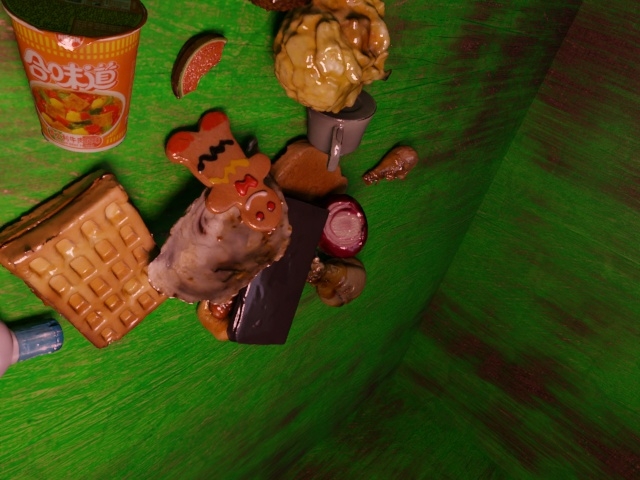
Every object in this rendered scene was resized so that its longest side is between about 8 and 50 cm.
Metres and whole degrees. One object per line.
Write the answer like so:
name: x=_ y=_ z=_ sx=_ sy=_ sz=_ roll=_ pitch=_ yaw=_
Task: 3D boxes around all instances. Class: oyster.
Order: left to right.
oyster: x=-0.165 y=-0.023 z=1.040 sx=0.111 sy=0.204 sz=0.396 roll=-28 pitch=-155 yaw=56

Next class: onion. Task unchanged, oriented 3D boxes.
onion: x=0.025 y=-0.029 z=1.374 sx=0.198 sy=0.173 sz=0.135 roll=-6 pitch=161 yaw=2

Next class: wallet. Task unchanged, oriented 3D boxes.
wallet: x=-0.101 y=0.079 z=1.240 sx=0.197 sy=0.051 sz=0.378 roll=14 pitch=95 yaw=-48

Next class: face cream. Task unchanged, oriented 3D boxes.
face cream: x=-0.578 y=0.189 z=0.812 sx=0.336 sy=0.080 sz=0.163 roll=-12 pitch=131 yaw=-54

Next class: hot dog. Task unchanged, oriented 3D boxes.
hot dog: x=-0.187 y=0.134 z=1.335 sx=0.256 sy=0.150 sz=0.153 roll=-31 pitch=156 yaw=-39

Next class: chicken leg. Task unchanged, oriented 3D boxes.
chicken leg: x=0.032 y=0.105 z=1.643 sx=0.202 sy=0.152 sz=0.429 roll=-61 pitch=153 yaw=2
chicken leg: x=0.219 y=-0.228 z=1.647 sx=0.207 sy=0.085 sz=0.101 roll=-33 pitch=159 yaw=-21

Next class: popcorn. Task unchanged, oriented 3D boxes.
popcorn: x=0.027 y=-0.359 z=0.983 sx=0.249 sy=0.225 sz=0.249 roll=-48 pitch=-170 yaw=11

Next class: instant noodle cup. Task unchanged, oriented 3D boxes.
instant noodle cup: x=-0.316 y=-0.222 z=0.689 sx=0.168 sy=0.168 sz=0.185 roll=-31 pitch=153 yaw=-39

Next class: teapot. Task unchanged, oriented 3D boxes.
teapot: x=0.033 y=-0.255 z=1.197 sx=0.149 sy=0.162 sz=0.239 roll=104 pitch=-10 yaw=-45

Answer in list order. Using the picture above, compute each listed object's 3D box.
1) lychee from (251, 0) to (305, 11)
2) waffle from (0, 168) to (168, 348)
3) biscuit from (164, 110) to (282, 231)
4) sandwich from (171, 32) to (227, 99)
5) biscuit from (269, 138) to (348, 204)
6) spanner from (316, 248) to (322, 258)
lychee: x=-0.063 y=-0.448 z=0.831 sx=0.171 sy=0.171 sz=0.171 roll=-39 pitch=150 yaw=-28
waffle: x=-0.394 y=0.043 z=0.932 sx=0.224 sy=0.098 sz=0.328 roll=-44 pitch=151 yaw=-22
biscuit: x=-0.162 y=-0.123 z=0.984 sx=0.165 sy=0.250 sz=0.036 roll=-45 pitch=-167 yaw=-28
sandwich: x=-0.212 y=-0.305 z=0.887 sx=0.135 sy=0.029 sz=0.067 roll=-53 pitch=159 yaw=-4
biscuit: x=-0.057 y=-0.110 z=1.345 sx=0.287 sy=0.057 sz=0.343 roll=-54 pitch=154 yaw=1
spanner: x=-0.085 y=0.103 z=1.601 sx=0.254 sy=0.015 sz=0.054 roll=-36 pitch=149 yaw=-32
